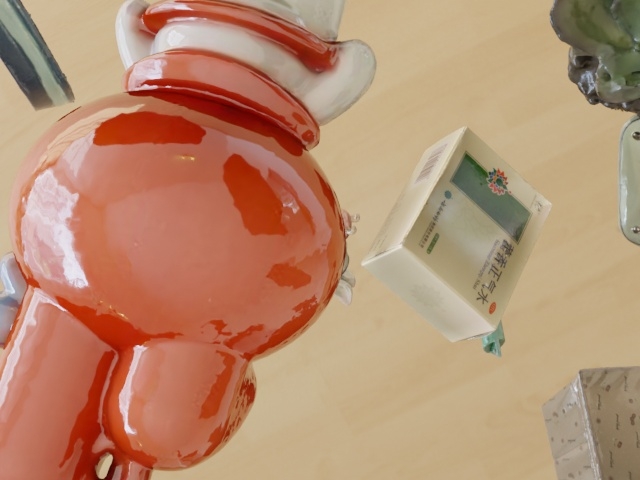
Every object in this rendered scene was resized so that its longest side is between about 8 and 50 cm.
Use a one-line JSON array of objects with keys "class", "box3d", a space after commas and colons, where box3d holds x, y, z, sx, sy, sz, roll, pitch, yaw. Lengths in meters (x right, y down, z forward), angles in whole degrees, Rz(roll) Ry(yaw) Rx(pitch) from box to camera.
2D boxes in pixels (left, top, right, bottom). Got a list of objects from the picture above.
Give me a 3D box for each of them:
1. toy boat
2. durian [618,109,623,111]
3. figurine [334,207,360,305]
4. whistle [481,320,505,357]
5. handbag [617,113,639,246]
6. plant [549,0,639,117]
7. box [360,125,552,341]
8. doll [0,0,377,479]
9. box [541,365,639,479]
[{"class": "toy boat", "box3d": [-0.381, -0.246, 1.291, 0.061, 0.299, 0.096, -34, 66, -9]}, {"class": "durian", "box3d": [0.409, -0.227, 1.297, 0.158, 0.168, 0.137, 19, 69, -10]}, {"class": "figurine", "box3d": [-0.003, 0.006, 1.078, 0.146, 0.098, 0.081, 35, 61, -14]}, {"class": "whistle", "box3d": [0.247, 0.083, 1.527, 0.039, 0.039, 0.186, -13, 99, -1]}, {"class": "handbag", "box3d": [0.503, -0.124, 1.499, 0.109, 0.315, 0.241, 4, 110, 19]}, {"class": "plant", "box3d": [0.259, -0.159, 0.787, 0.142, 0.203, 0.131, 24, 114, 16]}, {"class": "box", "box3d": [0.175, -0.006, 1.275, 0.168, 0.095, 0.212, 41, 57, -16]}, {"class": "doll", "box3d": [-0.067, -0.004, 0.469, 0.161, 0.130, 0.290, 15, 76, 11]}, {"class": "box", "box3d": [0.575, 0.356, 1.791, 0.297, 0.190, 0.225, -2, 63, -11]}]
